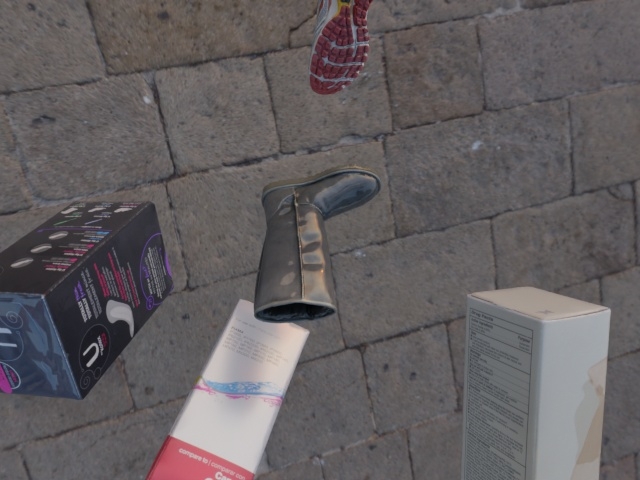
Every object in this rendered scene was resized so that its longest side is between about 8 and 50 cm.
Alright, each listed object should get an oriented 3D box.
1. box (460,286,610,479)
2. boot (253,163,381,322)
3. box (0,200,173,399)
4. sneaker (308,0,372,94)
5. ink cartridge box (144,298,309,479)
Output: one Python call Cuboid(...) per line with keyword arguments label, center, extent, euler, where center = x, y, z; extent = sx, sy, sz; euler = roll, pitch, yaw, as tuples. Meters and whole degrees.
Cuboid(label="box", center=(0.281, 0.230, 0.730), extent=(0.121, 0.148, 0.311), euler=(-4, 100, -23))
Cuboid(label="boot", center=(0.002, 0.001, 0.716), extent=(0.189, 0.209, 0.076), euler=(-14, 135, 8))
Cuboid(label="box", center=(-0.343, 0.069, 0.770), extent=(0.143, 0.270, 0.165), euler=(1, 117, 12))
Cuboid(label="sneaker", center=(0.034, -0.340, 0.851), extent=(0.088, 0.093, 0.225), euler=(12, 106, -24))
Cuboid(label="ink cartridge box", center=(-0.145, 0.277, 0.809), extent=(0.131, 0.306, 0.226), euler=(26, 137, -1))
